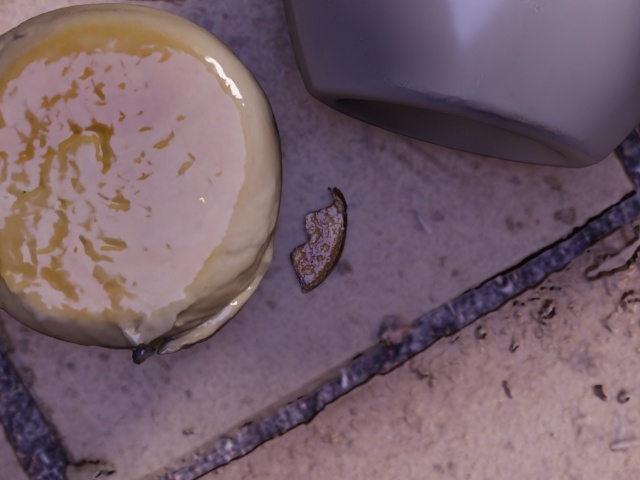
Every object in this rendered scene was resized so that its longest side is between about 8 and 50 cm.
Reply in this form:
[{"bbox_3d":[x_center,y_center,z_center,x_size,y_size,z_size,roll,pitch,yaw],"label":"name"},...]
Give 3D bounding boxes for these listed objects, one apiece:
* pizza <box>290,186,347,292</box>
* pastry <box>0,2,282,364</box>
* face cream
[{"bbox_3d":[0.000,0.000,1.291,0.037,0.016,0.083,18,89,-4],"label":"pizza"},{"bbox_3d":[-0.149,-0.041,1.224,0.264,0.133,0.265,0,87,-2],"label":"pastry"},{"bbox_3d":[0.133,-0.247,1.210,0.312,0.219,0.357,15,85,-8],"label":"face cream"}]
